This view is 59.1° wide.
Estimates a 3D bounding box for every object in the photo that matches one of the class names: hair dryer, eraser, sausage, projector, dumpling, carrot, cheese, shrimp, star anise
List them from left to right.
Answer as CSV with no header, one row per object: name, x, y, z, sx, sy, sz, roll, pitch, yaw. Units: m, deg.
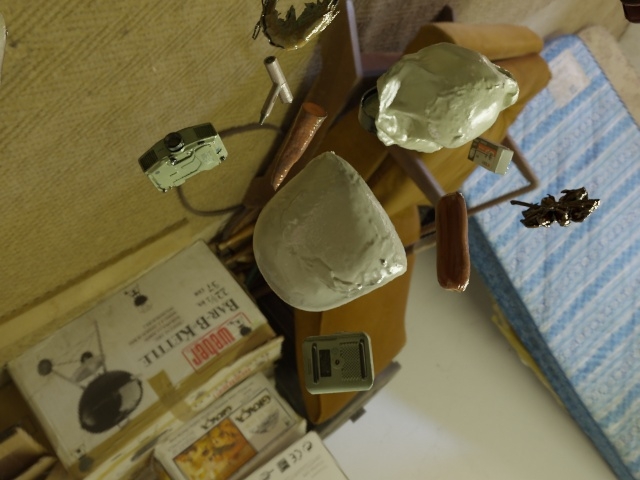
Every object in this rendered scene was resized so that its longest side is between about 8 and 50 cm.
projector,-0.451,-0.276,1.861,0.270,0.088,0.193,-29,157,-5
hair dryer,-0.197,-0.546,2.112,0.220,0.054,0.195,-60,146,-27
carrot,-0.063,-0.199,1.243,0.057,0.057,0.224,-18,148,-51
shrimp,-0.059,-0.646,1.573,0.253,0.173,0.058,-46,-159,7
cheese,0.000,0.000,0.782,0.189,0.198,0.154,-34,-173,3
projector,0.054,0.330,1.534,0.177,0.163,0.242,-5,171,6
dumpling,0.195,-0.210,0.894,0.258,0.147,0.193,-6,141,-22
sausage,0.372,-0.001,1.595,0.083,0.299,0.089,11,160,-33
eraser,0.335,-0.171,1.121,0.029,0.122,0.052,9,111,-15
star anise,0.553,-0.079,1.330,0.177,0.073,0.234,-14,-160,15

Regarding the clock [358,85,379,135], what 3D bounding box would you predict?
clock,0.279,-0.434,1.863,0.313,0.313,0.061,-32,138,-27

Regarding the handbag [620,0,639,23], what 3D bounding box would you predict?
handbag,0.679,-0.569,1.045,0.260,0.275,0.084,-10,162,38

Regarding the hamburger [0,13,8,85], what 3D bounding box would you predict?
hamburger,-0.859,-0.437,1.351,0.151,0.227,0.295,9,90,-48

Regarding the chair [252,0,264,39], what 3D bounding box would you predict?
chair,-0.238,-0.832,1.788,0.160,0.170,0.325,-173,-86,-71
